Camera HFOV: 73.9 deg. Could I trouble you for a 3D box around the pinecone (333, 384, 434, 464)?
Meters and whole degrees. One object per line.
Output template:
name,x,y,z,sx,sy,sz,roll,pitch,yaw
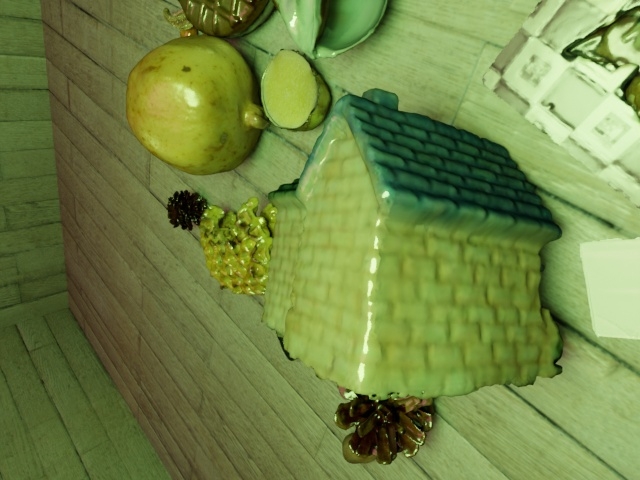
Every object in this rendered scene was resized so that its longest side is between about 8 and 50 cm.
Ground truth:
pinecone,0.130,0.360,0.914,0.228,0.201,0.203,-37,90,20

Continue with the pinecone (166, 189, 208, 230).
pinecone,-0.430,-0.098,1.387,0.120,0.140,0.141,-4,102,13

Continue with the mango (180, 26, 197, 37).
mango,-0.381,-0.604,1.221,0.060,0.046,0.089,-27,79,47

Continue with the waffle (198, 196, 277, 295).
waffle,-0.208,0.018,1.179,0.324,0.151,0.262,-1,101,50

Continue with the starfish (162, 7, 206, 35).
starfish,-0.309,-0.656,1.119,0.302,0.060,0.300,-36,75,35

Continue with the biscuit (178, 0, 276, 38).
biscuit,-0.211,-0.630,0.962,0.331,0.103,0.333,9,106,33

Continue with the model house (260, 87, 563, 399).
model house,0.123,-0.011,0.715,0.445,0.394,0.401,3,90,63

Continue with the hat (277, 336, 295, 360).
hat,-0.076,0.277,1.199,0.121,0.050,0.121,11,106,43

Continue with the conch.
conch,0.013,-0.515,0.742,0.249,0.197,0.369,13,113,3

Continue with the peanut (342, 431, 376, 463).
peanut,0.099,0.530,1.088,0.076,0.076,0.152,58,141,14

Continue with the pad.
pad,0.491,0.067,0.577,0.231,0.004,0.157,-7,98,47

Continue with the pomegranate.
pomegranate,-0.276,-0.318,1.021,0.342,0.342,0.343,17,115,41

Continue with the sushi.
sushi,0.438,-0.238,0.487,0.343,0.064,0.359,49,131,18

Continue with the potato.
potato,-0.047,-0.329,0.948,0.200,0.081,0.164,53,122,26
